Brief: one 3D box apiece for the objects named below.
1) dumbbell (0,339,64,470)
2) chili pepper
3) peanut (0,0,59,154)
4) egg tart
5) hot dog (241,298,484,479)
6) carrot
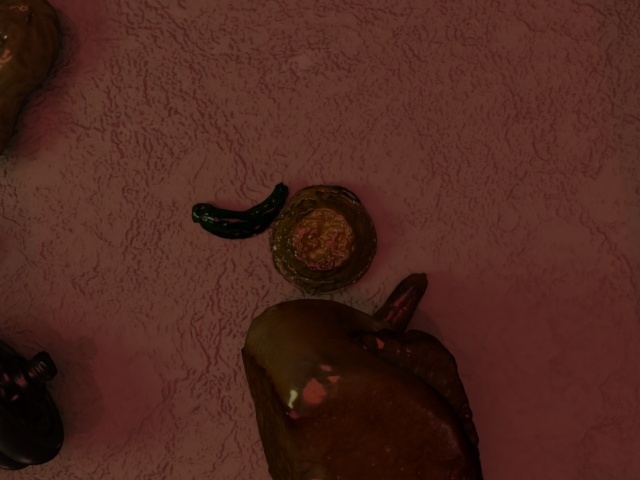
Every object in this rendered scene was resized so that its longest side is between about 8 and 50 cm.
[{"bbox_3d":[-0.461,0.255,1.237,0.406,0.179,0.179,-37,89,4],"label":"dumbbell"},{"bbox_3d":[-0.090,-0.028,1.280,0.118,0.035,0.055,-13,107,7],"label":"chili pepper"},{"bbox_3d":[-0.372,-0.177,1.259,0.098,0.103,0.229,27,90,15],"label":"peanut"},{"bbox_3d":[0.000,0.000,1.267,0.130,0.052,0.130,0,94,4],"label":"egg tart"},{"bbox_3d":[0.063,0.243,1.172,0.223,0.185,0.405,-18,114,-18],"label":"hot dog"},{"bbox_3d":[0.056,0.120,1.266,0.061,0.061,0.209,39,90,2],"label":"carrot"}]
